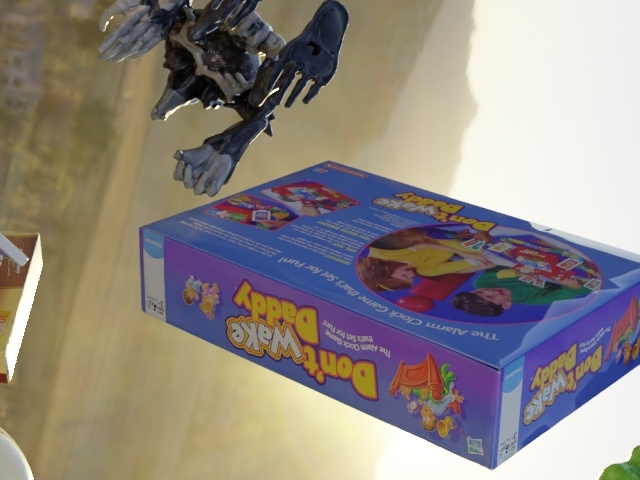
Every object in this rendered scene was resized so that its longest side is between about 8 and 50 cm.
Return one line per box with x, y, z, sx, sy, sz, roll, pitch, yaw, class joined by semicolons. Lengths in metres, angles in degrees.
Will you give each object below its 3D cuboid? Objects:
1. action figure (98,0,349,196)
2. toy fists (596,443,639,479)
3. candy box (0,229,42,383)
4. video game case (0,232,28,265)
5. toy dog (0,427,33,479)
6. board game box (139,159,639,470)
-0.089;-0.133;0.981;0.141;0.164;0.275;-42;-171;-21;action figure
0.317;0.203;1.081;0.279;0.096;0.142;-33;143;-9;toy fists
-0.366;0.065;1.364;0.187;0.109;0.053;-87;-178;-48;candy box
-0.321;-0.020;1.156;0.011;0.122;0.087;-53;132;-16;video game case
-0.344;0.322;1.207;0.408;0.395;0.284;50;-4;43;toy dog
0.059;0.038;1.011;0.233;0.347;0.078;-23;122;-44;board game box
